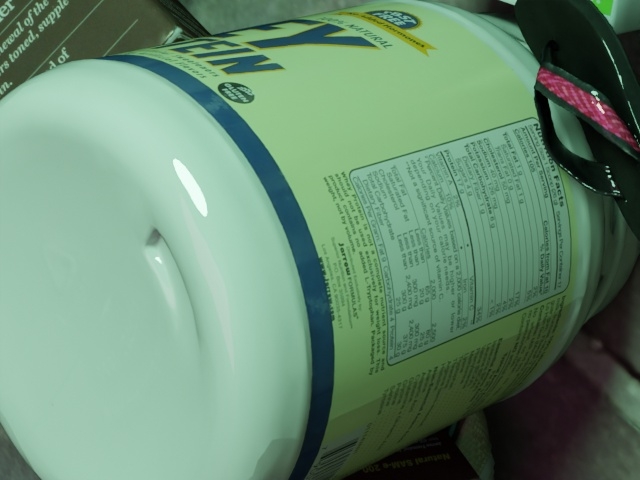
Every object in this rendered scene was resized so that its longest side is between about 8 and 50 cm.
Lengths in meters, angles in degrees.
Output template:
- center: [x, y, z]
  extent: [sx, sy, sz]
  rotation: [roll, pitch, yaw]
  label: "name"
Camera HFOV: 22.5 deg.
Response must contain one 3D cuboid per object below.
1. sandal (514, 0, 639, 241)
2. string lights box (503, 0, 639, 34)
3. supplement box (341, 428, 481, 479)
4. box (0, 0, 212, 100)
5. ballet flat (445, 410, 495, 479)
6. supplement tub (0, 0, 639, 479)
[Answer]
- center: [0.133, -0.050, 0.772]
  extent: [0.067, 0.040, 0.179]
  rotation: [96, 152, -64]
  label: "sandal"
- center: [0.135, -0.249, 0.810]
  extent: [0.133, 0.077, 0.259]
  rotation: [26, 121, 37]
  label: "string lights box"
- center: [-0.021, 0.097, 1.001]
  extent: [0.239, 0.130, 0.073]
  rotation: [54, 136, 42]
  label: "supplement box"
- center: [-0.240, -0.176, 1.113]
  extent: [0.191, 0.143, 0.381]
  rotation: [-46, 65, 6]
  label: "box"
- center: [0.086, 0.169, 1.029]
  extent: [0.052, 0.057, 0.168]
  rotation: [23, 127, 4]
  label: "ballet flat"
- center: [0.000, 0.000, 0.848]
  extent: [0.235, 0.325, 0.235]
  rotation: [17, 115, 40]
  label: "supplement tub"
